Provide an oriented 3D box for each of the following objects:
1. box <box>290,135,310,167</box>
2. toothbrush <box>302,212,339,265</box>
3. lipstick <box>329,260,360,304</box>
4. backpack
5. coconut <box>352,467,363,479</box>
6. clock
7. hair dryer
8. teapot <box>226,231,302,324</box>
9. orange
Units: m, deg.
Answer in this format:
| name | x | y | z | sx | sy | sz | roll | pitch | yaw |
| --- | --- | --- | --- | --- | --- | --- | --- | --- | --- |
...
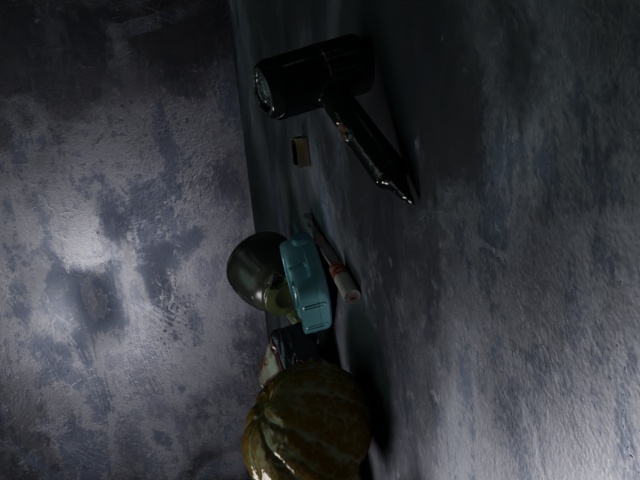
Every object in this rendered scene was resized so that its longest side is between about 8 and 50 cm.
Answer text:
| name | x | y | z | sx | sy | sz | roll | pitch | yaw |
| --- | --- | --- | --- | --- | --- | --- | --- | --- | --- |
| box | -0.055 | -0.241 | 1.773 | 0.079 | 0.035 | 0.083 | -143 | 45 | -75 |
| toothbrush | 0.000 | 0.000 | 1.690 | 0.375 | 0.028 | 0.037 | -122 | 20 | -65 |
| lipstick | 0.053 | 0.093 | 1.453 | 0.131 | 0.038 | 0.038 | -117 | 22 | -60 |
| backpack | -0.047 | 0.415 | 1.816 | 0.283 | 0.197 | 0.317 | 100 | 148 | -59 |
| coconut | -0.012 | 0.630 | 1.641 | 0.259 | 0.259 | 0.259 | 172 | 90 | -79 |
| clock | -0.045 | 0.093 | 1.744 | 0.223 | 0.094 | 0.274 | 84 | 168 | -51 |
| hair dryer | 0.038 | -0.180 | 1.039 | 0.352 | 0.189 | 0.107 | 59 | 161 | 30 |
| teapot | -0.152 | 0.160 | 2.079 | 0.239 | 0.239 | 0.321 | 47 | 141 | 49 |
| orange | -0.035 | 0.426 | 1.454 | 0.329 | 0.249 | 0.329 | -50 | 14 | 18 |
